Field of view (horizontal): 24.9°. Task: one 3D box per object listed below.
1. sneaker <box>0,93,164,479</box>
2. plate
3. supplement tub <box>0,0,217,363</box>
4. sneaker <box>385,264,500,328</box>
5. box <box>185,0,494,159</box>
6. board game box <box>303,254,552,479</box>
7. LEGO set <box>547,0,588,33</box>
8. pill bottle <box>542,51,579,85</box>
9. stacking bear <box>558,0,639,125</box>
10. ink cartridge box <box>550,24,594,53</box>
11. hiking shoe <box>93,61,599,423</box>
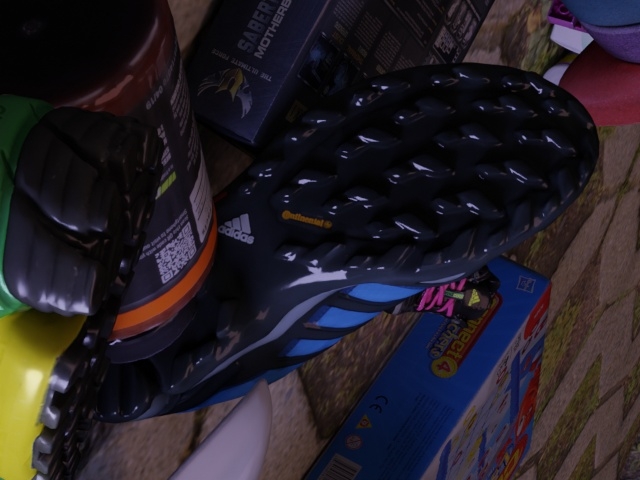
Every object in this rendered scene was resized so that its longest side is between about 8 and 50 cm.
[{"bbox_3d":[-0.160,0.054,0.556,0.343,0.146,0.134,112,-4,-48],"label":"sneaker"},{"bbox_3d":[-0.133,0.223,0.752,0.278,0.045,0.277,-47,175,-37],"label":"plate"},{"bbox_3d":[-0.100,-0.027,0.609,0.106,0.106,0.198,-53,156,-28],"label":"supplement tub"},{"bbox_3d":[0.100,0.036,1.181,0.170,0.075,0.063,-4,117,-66],"label":"sneaker"},{"bbox_3d":[0.021,-0.119,0.845,0.183,0.059,0.233,-63,159,0],"label":"box"},{"bbox_3d":[0.101,0.212,1.363,0.308,0.086,0.302,-52,155,-30],"label":"board game box"},{"bbox_3d":[0.189,-0.255,1.063,0.227,0.087,0.093,-68,160,-7],"label":"LEGO set"},{"bbox_3d":[0.239,-0.153,1.339,0.083,0.043,0.043,-37,145,-50],"label":"pill bottle"},{"bbox_3d":[0.181,-0.233,0.887,0.175,0.164,0.289,-48,120,-21],"label":"stacking bear"},{"bbox_3d":[0.288,-0.287,1.299,0.181,0.056,0.224,-29,141,-57],"label":"ink cartridge box"},{"bbox_3d":[0.000,0.000,0.769,0.304,0.113,0.132,-24,169,0],"label":"hiking shoe"}]
